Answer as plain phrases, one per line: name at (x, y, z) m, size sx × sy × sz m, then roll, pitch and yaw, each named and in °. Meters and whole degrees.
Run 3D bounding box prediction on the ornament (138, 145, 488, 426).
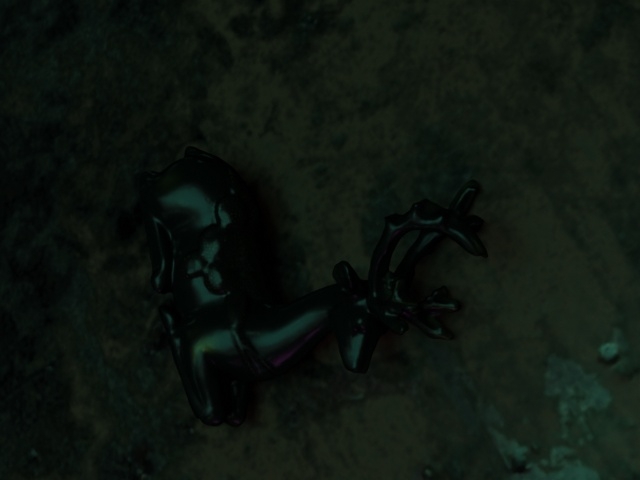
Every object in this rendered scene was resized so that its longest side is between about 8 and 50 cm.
ornament at (0.000, 0.000, 0.924) m, size 0.236 × 0.080 × 0.202 m, roll -22°, pitch 73°, yaw 28°
